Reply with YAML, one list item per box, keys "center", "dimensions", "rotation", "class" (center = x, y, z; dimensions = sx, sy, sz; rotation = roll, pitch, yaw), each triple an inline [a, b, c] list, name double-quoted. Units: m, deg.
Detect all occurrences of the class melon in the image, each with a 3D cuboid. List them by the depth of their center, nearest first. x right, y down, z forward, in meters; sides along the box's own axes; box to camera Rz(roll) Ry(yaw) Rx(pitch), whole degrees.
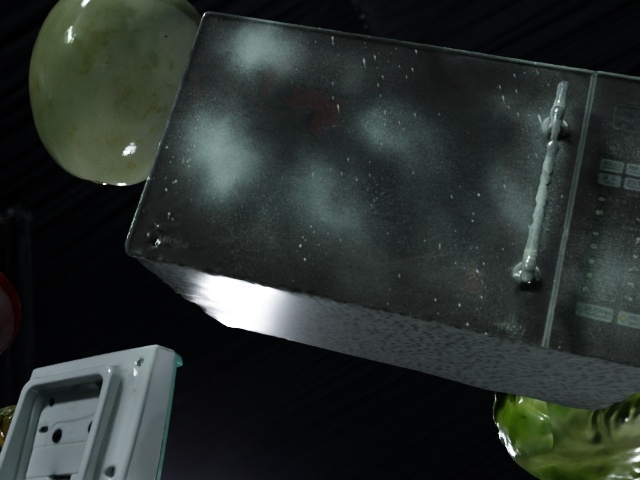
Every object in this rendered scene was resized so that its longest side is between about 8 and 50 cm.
- center: [-0.283, -0.232, 1.108]
  dimensions: [0.272, 0.271, 0.308]
  rotation: [52, -137, -53]
  class: "melon"

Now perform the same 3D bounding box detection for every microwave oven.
- center: [0.093, -0.008, 0.766]
  dimensions: [0.374, 0.432, 0.236]
  rotation: [63, -139, -71]
  class: "microwave oven"

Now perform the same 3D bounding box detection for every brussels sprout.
- center: [0.409, 0.244, 1.162]
  dimensions: [0.259, 0.294, 0.227]
  rotation: [-51, -51, -45]
  class: "brussels sprout"

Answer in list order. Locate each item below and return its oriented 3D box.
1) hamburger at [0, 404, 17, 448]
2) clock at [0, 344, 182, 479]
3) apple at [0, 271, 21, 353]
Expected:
- center: [-0.590, 0.424, 1.637]
  dimensions: [0.130, 0.206, 0.183]
  rotation: [-80, -14, -45]
  class: "hamburger"
- center: [-0.333, 0.265, 1.068]
  dimensions: [0.116, 0.262, 0.231]
  rotation: [41, -136, -47]
  class: "clock"
- center: [-0.788, 0.155, 1.673]
  dimensions: [0.260, 0.260, 0.216]
  rotation: [59, 162, -23]
  class: "apple"
